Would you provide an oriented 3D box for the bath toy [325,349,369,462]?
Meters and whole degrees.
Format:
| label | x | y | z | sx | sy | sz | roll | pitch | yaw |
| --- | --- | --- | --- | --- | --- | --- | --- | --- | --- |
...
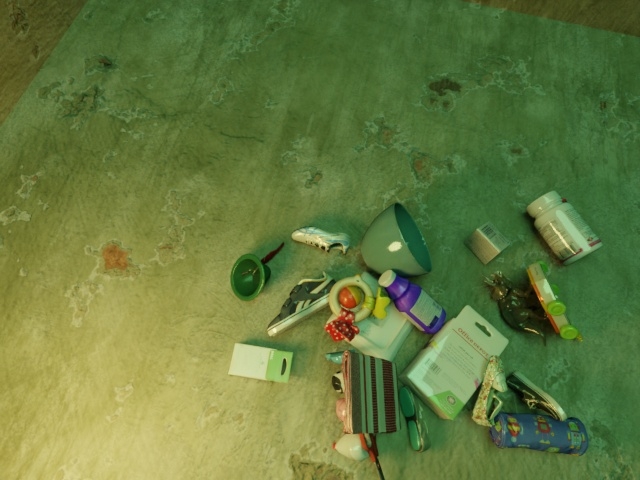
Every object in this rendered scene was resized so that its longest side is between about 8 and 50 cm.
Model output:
| label | x | y | z | sx | sy | sz | roll | pitch | yaw |
| --- | --- | --- | --- | --- | --- | --- | --- | --- | --- |
| bath toy | 0.087 | 0.551 | 1.392 | 0.129 | 0.151 | 0.347 | -17 | 70 | 29 |

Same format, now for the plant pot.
| label | x | y | z | sx | sy | sz | roll | pitch | yaw |
| --- | --- | --- | --- | --- | --- | --- | --- | --- | --- |
| plant pot | 0.269 | 0.027 | 1.576 | 0.196 | 0.290 | 0.290 | -28 | 66 | 25 |

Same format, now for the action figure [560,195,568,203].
| label | x | y | z | sx | sy | sz | roll | pitch | yaw |
| --- | --- | --- | --- | --- | --- | --- | --- | --- | --- |
| action figure | 1.071 | -0.147 | 1.805 | 0.038 | 0.030 | 0.115 | -7 | 62 | -12 |

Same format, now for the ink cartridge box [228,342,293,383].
| label | x | y | z | sx | sy | sz | roll | pitch | yaw |
| --- | --- | --- | --- | --- | --- | --- | --- | --- | --- |
| ink cartridge box | -0.208 | 0.435 | 1.458 | 0.210 | 0.062 | 0.108 | 9 | 66 | 0 |

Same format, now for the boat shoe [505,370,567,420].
| label | x | y | z | sx | sy | sz | roll | pitch | yaw |
| --- | --- | --- | --- | --- | --- | --- | --- | --- | --- |
| boat shoe | 0.731 | 0.543 | 1.418 | 0.070 | 0.077 | 0.219 | -34 | 31 | -8 |

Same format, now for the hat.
| label | x | y | z | sx | sy | sz | roll | pitch | yaw |
| --- | --- | --- | --- | --- | --- | --- | --- | --- | --- |
| hat | -0.219 | 0.132 | 1.613 | 0.208 | 0.184 | 0.173 | -48 | 64 | 23 |

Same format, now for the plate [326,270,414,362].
| label | x | y | z | sx | sy | sz | roll | pitch | yaw |
| --- | --- | --- | --- | --- | --- | --- | --- | --- | --- |
| plate | 0.208 | 0.287 | 1.557 | 0.277 | 0.045 | 0.278 | 35 | 69 | 11 |

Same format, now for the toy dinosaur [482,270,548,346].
| label | x | y | z | sx | sy | sz | roll | pitch | yaw |
| --- | --- | --- | --- | --- | --- | --- | --- | --- | --- |
| toy dinosaur | 0.754 | 0.255 | 1.579 | 0.161 | 0.121 | 0.313 | -22 | 77 | 13 |

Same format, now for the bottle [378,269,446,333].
| label | x | y | z | sx | sy | sz | roll | pitch | yaw |
| --- | --- | --- | --- | --- | --- | --- | --- | --- | --- |
| bottle | 0.329 | 0.218 | 1.499 | 0.283 | 0.092 | 0.118 | 41 | 66 | -16 |

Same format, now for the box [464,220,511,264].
| label | x | y | z | sx | sy | sz | roll | pitch | yaw |
| --- | --- | --- | --- | --- | --- | --- | --- | --- | --- |
| box | 0.665 | 0.010 | 1.653 | 0.072 | 0.137 | 0.126 | -33 | 72 | -17 |

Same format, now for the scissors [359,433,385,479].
| label | x | y | z | sx | sy | sz | roll | pitch | yaw |
| --- | --- | --- | --- | --- | --- | --- | --- | --- | --- |
| scissors | 0.171 | 0.703 | 1.315 | 0.021 | 0.109 | 0.296 | -14 | 81 | 28 |

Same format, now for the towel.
| label | x | y | z | sx | sy | sz | roll | pitch | yaw |
| --- | --- | --- | --- | --- | --- | --- | --- | --- | --- |
| towel | 0.170 | 0.498 | 1.344 | 0.037 | 0.329 | 0.236 | -15 | 62 | 32 |

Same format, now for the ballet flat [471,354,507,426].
| label | x | y | z | sx | sy | sz | roll | pitch | yaw |
| --- | --- | --- | --- | --- | --- | --- | --- | --- | --- |
| ballet flat | 0.576 | 0.506 | 1.376 | 0.091 | 0.077 | 0.240 | 12 | 95 | -36 |

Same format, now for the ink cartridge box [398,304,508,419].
| label | x | y | z | sx | sy | sz | roll | pitch | yaw |
| --- | --- | --- | --- | --- | --- | --- | --- | --- | --- |
| ink cartridge box | 0.474 | 0.425 | 1.469 | 0.207 | 0.119 | 0.353 | 43 | 71 | 11 |

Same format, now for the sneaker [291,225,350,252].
| label | x | y | z | sx | sy | sz | roll | pitch | yaw |
| --- | --- | --- | --- | --- | --- | --- | --- | --- | --- |
| sneaker | 0.000 | 0.000 | 1.649 | 0.238 | 0.085 | 0.086 | 8 | 61 | 1 |

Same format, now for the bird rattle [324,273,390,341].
| label | x | y | z | sx | sy | sz | roll | pitch | yaw |
| --- | --- | --- | --- | --- | --- | --- | --- | --- | --- |
| bird rattle | 0.116 | 0.237 | 1.488 | 0.254 | 0.143 | 0.206 | -30 | 76 | -2 |

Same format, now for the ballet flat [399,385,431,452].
| label | x | y | z | sx | sy | sz | roll | pitch | yaw |
| --- | --- | --- | --- | --- | --- | --- | --- | --- | --- |
| ballet flat | 0.326 | 0.608 | 1.421 | 0.068 | 0.072 | 0.213 | 4 | 64 | -32 |

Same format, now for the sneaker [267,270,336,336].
| label | x | y | z | sx | sy | sz | roll | pitch | yaw |
| --- | --- | --- | --- | --- | --- | --- | --- | --- | --- |
| sneaker | -0.075 | 0.229 | 1.525 | 0.321 | 0.126 | 0.127 | -28 | 76 | -26 |

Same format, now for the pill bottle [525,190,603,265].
| label | x | y | z | sx | sy | sz | roll | pitch | yaw |
| --- | --- | --- | --- | --- | --- | --- | --- | --- | --- |
| pill bottle | 0.984 | -0.053 | 1.687 | 0.161 | 0.160 | 0.282 | -23 | 70 | -13 |

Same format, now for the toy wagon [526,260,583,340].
| label | x | y | z | sx | sy | sz | roll | pitch | yaw |
| --- | --- | --- | --- | --- | --- | --- | --- | --- | --- |
| toy wagon | 0.868 | 0.245 | 1.525 | 0.344 | 0.068 | 0.267 | 55 | 28 | -18 |

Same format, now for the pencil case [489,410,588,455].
| label | x | y | z | sx | sy | sz | roll | pitch | yaw |
| --- | --- | --- | --- | --- | --- | --- | --- | --- | --- |
| pencil case | 0.719 | 0.647 | 1.388 | 0.307 | 0.133 | 0.119 | 6 | 41 | -2 |
